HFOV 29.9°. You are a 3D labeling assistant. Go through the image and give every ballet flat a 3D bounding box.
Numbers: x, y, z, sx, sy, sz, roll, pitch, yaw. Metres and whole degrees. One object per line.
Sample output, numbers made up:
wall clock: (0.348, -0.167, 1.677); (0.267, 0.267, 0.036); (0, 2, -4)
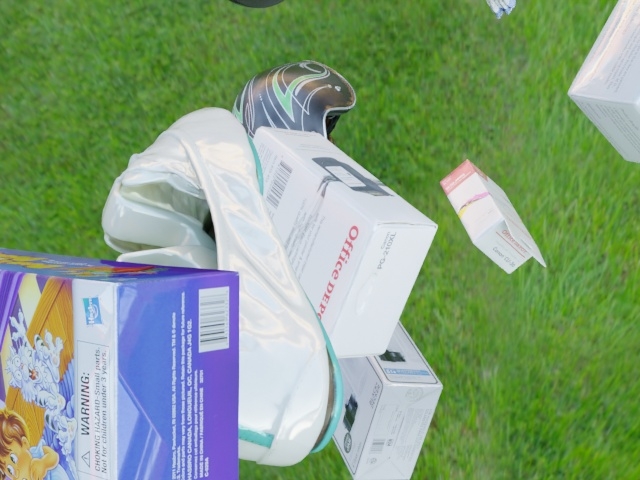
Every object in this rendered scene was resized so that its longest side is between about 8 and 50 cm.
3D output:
ballet flat: (-0.097, 0.006, 0.901); (0.139, 0.139, 0.400); (-22, 39, -3)

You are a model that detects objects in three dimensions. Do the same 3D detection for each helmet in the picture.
helmet: (-0.042, -0.159, 1.660); (0.169, 0.169, 0.161); (33, 50, 17)

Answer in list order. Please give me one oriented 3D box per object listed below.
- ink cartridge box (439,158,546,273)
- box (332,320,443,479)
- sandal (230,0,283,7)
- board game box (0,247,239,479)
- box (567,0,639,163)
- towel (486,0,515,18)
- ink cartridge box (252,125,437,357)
ink cartridge box: (0.280, -0.027, 1.944); (0.067, 0.115, 0.198); (-40, 41, 16)
box: (0.058, 0.185, 1.704); (0.087, 0.169, 0.290); (4, 27, -23)
sandal: (-0.048, -0.173, 0.681); (0.040, 0.179, 0.067); (9, 93, 29)
board game box: (-0.150, 0.182, 0.640); (0.233, 0.078, 0.347); (4, 95, 43)
box: (0.459, -0.217, 1.626); (0.119, 0.181, 0.182); (21, 77, 49)
towel: (0.212, -0.410, 1.438); (0.034, 0.285, 0.209); (6, 83, 18)
ink cartridge box: (0.000, 0.000, 1.355); (0.237, 0.100, 0.172); (42, 119, 42)
